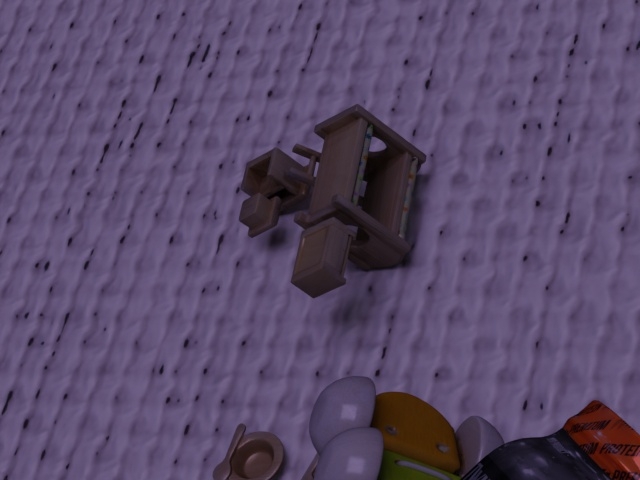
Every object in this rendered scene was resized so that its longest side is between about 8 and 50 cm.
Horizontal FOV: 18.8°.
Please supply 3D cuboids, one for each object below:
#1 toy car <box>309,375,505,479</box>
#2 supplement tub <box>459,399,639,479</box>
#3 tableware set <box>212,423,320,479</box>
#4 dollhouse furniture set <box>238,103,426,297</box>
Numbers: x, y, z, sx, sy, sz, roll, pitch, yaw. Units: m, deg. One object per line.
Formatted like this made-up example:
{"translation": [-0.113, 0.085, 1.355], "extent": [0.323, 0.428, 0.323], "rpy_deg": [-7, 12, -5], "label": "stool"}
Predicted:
{"translation": [0.059, 0.201, 1.504], "extent": [0.182, 0.159, 0.136], "rpy_deg": [-98, 31, -63], "label": "toy car"}
{"translation": [0.122, 0.282, 1.335], "extent": [0.338, 0.207, 0.207], "rpy_deg": [-43, 47, -2], "label": "supplement tub"}
{"translation": [-0.041, 0.224, 1.616], "extent": [0.169, 0.020, 0.141], "rpy_deg": [10, 59, 33], "label": "tableware set"}
{"translation": [0.000, 0.000, 1.754], "extent": [0.161, 0.101, 0.182], "rpy_deg": [-25, 41, 42], "label": "dollhouse furniture set"}
